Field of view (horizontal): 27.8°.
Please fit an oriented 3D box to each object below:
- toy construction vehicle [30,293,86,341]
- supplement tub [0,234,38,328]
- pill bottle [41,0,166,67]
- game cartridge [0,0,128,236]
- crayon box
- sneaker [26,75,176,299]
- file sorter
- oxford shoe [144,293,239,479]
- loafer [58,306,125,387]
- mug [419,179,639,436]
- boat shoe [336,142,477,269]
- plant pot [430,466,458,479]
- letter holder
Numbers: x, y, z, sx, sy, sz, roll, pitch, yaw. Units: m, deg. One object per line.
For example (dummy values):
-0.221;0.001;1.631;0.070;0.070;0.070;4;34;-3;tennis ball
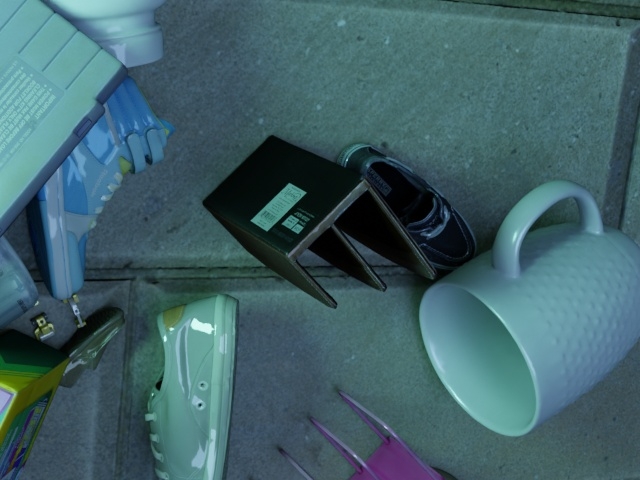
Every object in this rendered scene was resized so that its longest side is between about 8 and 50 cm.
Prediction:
-0.385;0.093;1.838;0.086;0.035;0.098;-25;114;-19;toy construction vehicle
-0.551;0.086;1.653;0.338;0.207;0.207;-35;117;-14;supplement tub
-0.288;-0.394;1.659;0.188;0.188;0.333;-12;110;-23;pill bottle
-0.427;-0.136;1.577;0.230;0.068;0.355;38;82;1;game cartridge
-0.475;0.314;1.692;0.106;0.313;0.362;25;93;0;crayon box
-0.296;-0.080;1.781;0.208;0.127;0.319;-8;107;-24;sneaker
0.018;0.408;2.038;0.290;0.202;0.182;-46;118;-8;file sorter
-0.197;0.289;1.934;0.130;0.169;0.449;4;107;-3;oxford shoe
-0.335;0.156;1.873;0.148;0.056;0.050;-41;120;0;loafer
0.364;0.078;2.066;0.328;0.276;0.374;-29;128;-26;mug
0.154;-0.044;2.033;0.301;0.102;0.108;43;83;-29;boat shoe
0.189;0.549;2.172;0.284;0.191;0.284;-8;109;-25;plant pot
0.000;0.000;1.853;0.152;0.302;0.214;-45;119;-9;letter holder
